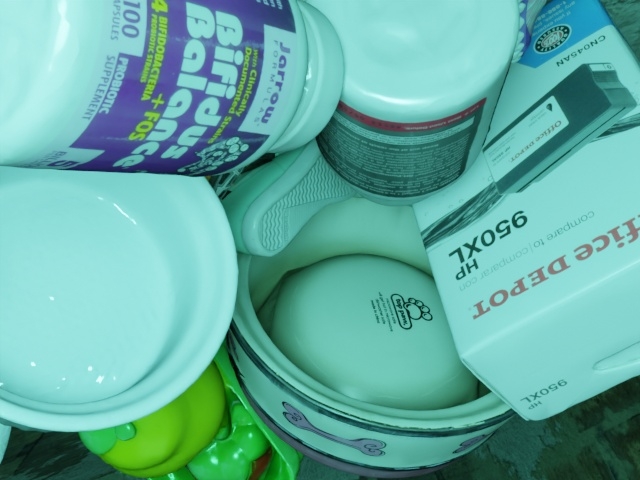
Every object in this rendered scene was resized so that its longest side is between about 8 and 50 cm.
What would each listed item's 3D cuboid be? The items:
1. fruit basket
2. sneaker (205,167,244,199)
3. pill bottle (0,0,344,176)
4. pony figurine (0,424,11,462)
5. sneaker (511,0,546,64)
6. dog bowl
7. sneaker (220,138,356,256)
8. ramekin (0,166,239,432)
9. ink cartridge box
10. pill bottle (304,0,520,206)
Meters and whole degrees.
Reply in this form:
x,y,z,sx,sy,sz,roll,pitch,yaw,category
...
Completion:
x,y,z,sx,sy,sz,roll,pitch,yaw,category
-0.200,0.201,1.263,0.392,0.392,0.283,-9,157,-49,fruit basket
-0.099,-0.081,0.957,0.083,0.084,0.215,-20,163,-33,sneaker
-0.114,-0.128,0.679,0.169,0.169,0.302,-35,163,30,pill bottle
-0.536,0.302,1.218,0.364,0.350,0.303,-13,170,33,pony figurine
0.192,-0.249,0.944,0.105,0.095,0.236,-34,164,1,sneaker
0.071,0.104,1.213,0.408,0.408,0.150,-17,141,-30,dog bowl
-0.053,-0.076,1.174,0.151,0.094,0.256,10,-145,37,sneaker
-0.222,0.034,0.868,0.277,0.277,0.135,-18,171,-28,ramekin
0.259,-0.050,1.089,0.285,0.394,0.166,-32,133,20,ink cartridge box
0.077,-0.140,0.943,0.176,0.176,0.318,-25,165,-5,pill bottle
